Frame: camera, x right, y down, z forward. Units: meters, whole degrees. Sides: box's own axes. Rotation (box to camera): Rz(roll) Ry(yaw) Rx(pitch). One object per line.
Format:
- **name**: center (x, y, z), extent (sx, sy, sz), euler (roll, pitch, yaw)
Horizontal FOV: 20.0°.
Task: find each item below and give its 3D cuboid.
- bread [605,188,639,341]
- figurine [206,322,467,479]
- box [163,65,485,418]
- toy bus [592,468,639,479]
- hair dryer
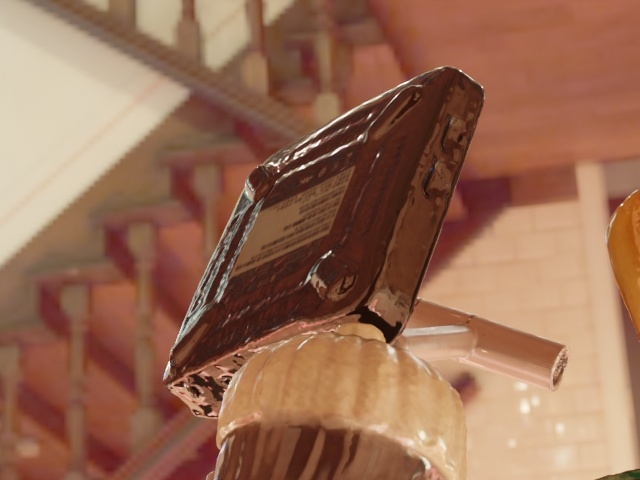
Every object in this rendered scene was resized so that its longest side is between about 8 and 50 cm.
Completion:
- **bread**: center (0.317, 0.077, 1.393), extent (0.142, 0.305, 0.091), euler (-36, 137, 27)
- **figurine**: center (-0.005, 0.193, 1.220), extent (0.185, 0.332, 0.204), euler (7, 117, 15)
- **box**: center (0.000, 0.000, 1.534), extent (0.073, 0.289, 0.290), euler (38, 143, -23)
- **toy bus**: center (0.338, 0.310, 1.558), extent (0.184, 0.199, 0.343), euler (-12, -177, 4)
- **hair dryer**: center (0.130, 0.106, 1.821), extent (0.195, 0.053, 0.220), euler (17, -173, 21)
